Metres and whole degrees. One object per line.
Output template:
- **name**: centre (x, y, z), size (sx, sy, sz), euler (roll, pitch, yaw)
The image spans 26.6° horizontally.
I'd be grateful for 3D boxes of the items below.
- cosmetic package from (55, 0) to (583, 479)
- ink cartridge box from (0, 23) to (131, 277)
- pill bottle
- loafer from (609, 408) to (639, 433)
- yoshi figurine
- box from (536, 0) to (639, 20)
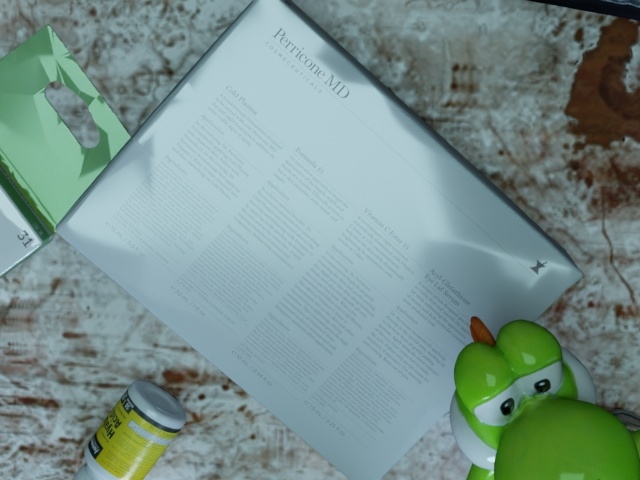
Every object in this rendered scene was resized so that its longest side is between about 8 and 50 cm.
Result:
- **cosmetic package**: centre (0.000, 0.000, 1.224), size (0.377, 0.097, 0.284), euler (42, 102, -9)
- **ink cartridge box**: centre (-0.305, -0.067, 1.273), size (0.235, 0.056, 0.171), euler (-35, 95, 11)
- **pill bottle**: centre (-0.186, 0.198, 1.302), size (0.065, 0.065, 0.116), euler (36, 100, -2)
- **loafer**: centre (0.324, 0.200, 1.274), size (0.125, 0.039, 0.045), euler (25, 100, 0)
- **yoshi figurine**: centre (0.198, 0.204, 1.118), size (0.203, 0.362, 0.203), euler (18, 68, 29)
- **box**: centre (0.324, -0.324, 1.112), size (0.294, 0.183, 0.296), euler (11, 99, 2)
